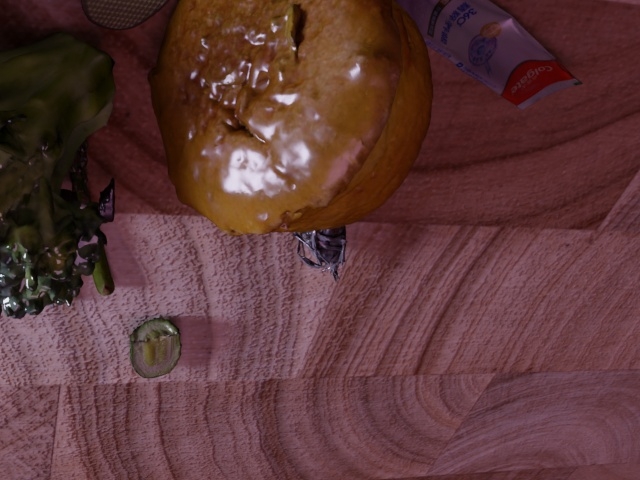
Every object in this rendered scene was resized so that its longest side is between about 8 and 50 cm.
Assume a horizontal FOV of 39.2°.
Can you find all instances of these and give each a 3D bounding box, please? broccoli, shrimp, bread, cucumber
[{"bbox_3d":[-0.295,-0.084,0.766,0.245,0.248,0.288,-39,126,-39],"label":"broccoli"},{"bbox_3d":[0.000,0.000,1.053,0.065,0.056,0.165,-25,132,-13],"label":"shrimp"},{"bbox_3d":[-0.027,-0.118,0.765,0.268,0.268,0.146,-40,150,26],"label":"bread"},{"bbox_3d":[-0.216,0.140,1.160,0.067,0.035,0.107,-13,147,-20],"label":"cucumber"}]

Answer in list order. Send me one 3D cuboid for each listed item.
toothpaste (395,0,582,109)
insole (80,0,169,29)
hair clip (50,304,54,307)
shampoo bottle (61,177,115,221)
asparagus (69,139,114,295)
[{"bbox_3d":[0.143,-0.202,0.876,0.301,0.048,0.075,23,123,-39],"label":"toothpaste"},{"bbox_3d":[-0.127,-0.242,0.714,0.086,0.005,0.253,2,154,-35],"label":"insole"},{"bbox_3d":[-0.300,0.041,1.026,0.039,0.030,0.115,3,142,-49],"label":"hair clip"},{"bbox_3d":[-0.323,-0.039,0.886,0.236,0.067,0.068,2,155,-14],"label":"shampoo bottle"},{"bbox_3d":[-0.249,-0.022,0.972,0.025,0.024,0.248,-46,154,-34],"label":"asparagus"}]
